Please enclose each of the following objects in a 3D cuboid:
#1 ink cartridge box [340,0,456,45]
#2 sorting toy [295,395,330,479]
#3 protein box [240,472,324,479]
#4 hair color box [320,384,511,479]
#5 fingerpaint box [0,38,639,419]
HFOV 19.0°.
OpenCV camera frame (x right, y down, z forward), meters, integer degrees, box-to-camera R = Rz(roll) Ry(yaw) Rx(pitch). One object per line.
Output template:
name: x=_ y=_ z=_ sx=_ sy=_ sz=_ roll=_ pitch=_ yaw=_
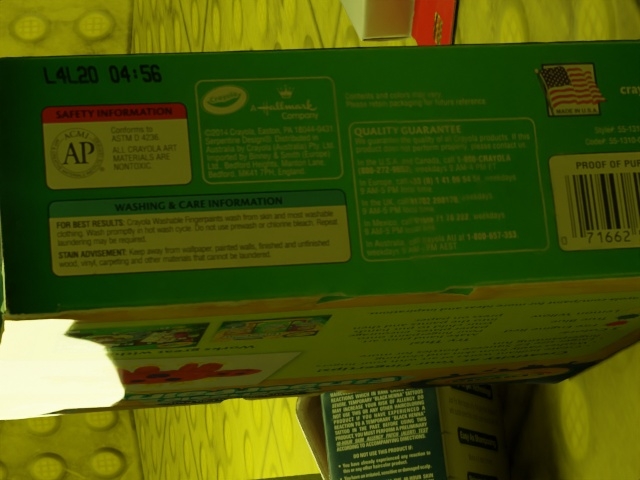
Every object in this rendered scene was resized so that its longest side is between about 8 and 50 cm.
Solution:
ink cartridge box: x=0.070 y=-0.306 z=1.743 sx=0.239 sy=0.060 sz=0.275 roll=-111 pitch=21 yaw=-56
sorting toy: x=0.031 y=0.206 z=1.624 sx=0.307 sy=0.041 sz=0.229 roll=-45 pitch=-61 yaw=-61
protein box: x=0.028 y=0.327 z=1.790 sx=0.200 sy=0.201 sz=0.136 roll=-115 pitch=25 yaw=-58
hair color box: x=0.087 y=0.225 z=1.547 sx=0.174 sy=0.105 sz=0.347 roll=25 pitch=-123 yaw=-66
fingerpaint box: x=0.000 y=0.000 z=1.262 sx=0.371 sy=0.445 sz=0.163 roll=127 pitch=139 yaw=-72
